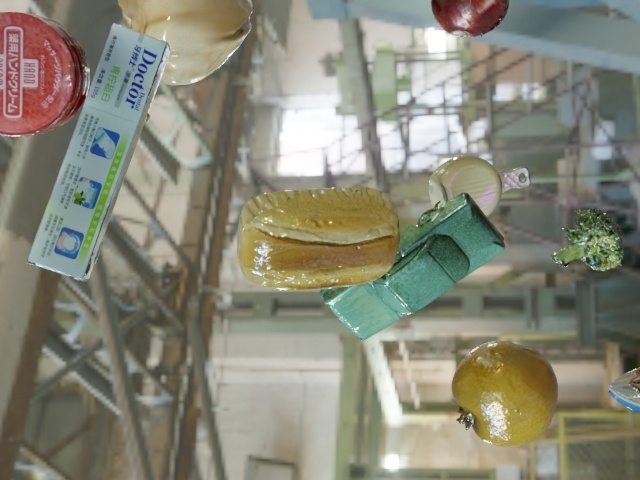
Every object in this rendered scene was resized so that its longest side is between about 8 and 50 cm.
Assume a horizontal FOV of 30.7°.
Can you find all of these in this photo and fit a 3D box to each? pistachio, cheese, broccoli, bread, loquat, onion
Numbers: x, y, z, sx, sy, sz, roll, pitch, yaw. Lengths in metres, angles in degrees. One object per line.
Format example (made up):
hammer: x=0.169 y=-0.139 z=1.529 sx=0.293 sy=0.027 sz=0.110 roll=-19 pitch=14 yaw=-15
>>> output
pistachio: x=-0.240 y=-0.398 z=2.065 sx=0.321 sy=0.238 sz=0.229 roll=-79 pitch=-3 yaw=-67
cheese: x=0.325 y=-0.109 z=2.329 sx=0.064 sy=0.227 sz=0.137 roll=4 pitch=106 yaw=65
broccoli: x=0.581 y=0.010 z=2.535 sx=0.154 sy=0.160 sz=0.167 roll=56 pitch=-177 yaw=3
bread: x=0.000 y=0.000 z=1.629 sx=0.140 sy=0.236 sz=0.106 roll=101 pitch=159 yaw=-46
loquat: x=0.354 y=0.293 z=2.255 sx=0.208 sy=0.208 sz=0.208 roll=-1 pitch=-90 yaw=-80
onion: x=0.237 y=-0.383 z=1.850 sx=0.131 sy=0.131 sz=0.131 roll=-1 pitch=-90 yaw=-80

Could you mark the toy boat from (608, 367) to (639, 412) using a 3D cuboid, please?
toy boat: x=0.568 y=0.216 z=1.704 sx=0.088 sy=0.295 sz=0.129 roll=68 pitch=-149 yaw=-32

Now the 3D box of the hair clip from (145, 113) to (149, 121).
hair clip: x=-0.373 y=-0.173 z=2.029 sx=0.188 sy=0.060 sz=0.033 roll=-54 pitch=-2 yaw=-27

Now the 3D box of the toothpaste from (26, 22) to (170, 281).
toothpaste: x=-0.292 y=-0.115 z=1.554 sx=0.067 sy=0.081 sz=0.336 roll=149 pitch=141 yaw=-87

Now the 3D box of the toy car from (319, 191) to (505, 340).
toy car: x=0.159 y=0.052 z=2.037 sx=0.141 sy=0.321 sz=0.097 roll=47 pitch=-165 yaw=-32

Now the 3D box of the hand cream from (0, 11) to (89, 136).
hand cream: x=-0.455 y=-0.254 z=1.784 sx=0.125 sy=0.193 sz=0.193 roll=-92 pitch=-1 yaw=-80
